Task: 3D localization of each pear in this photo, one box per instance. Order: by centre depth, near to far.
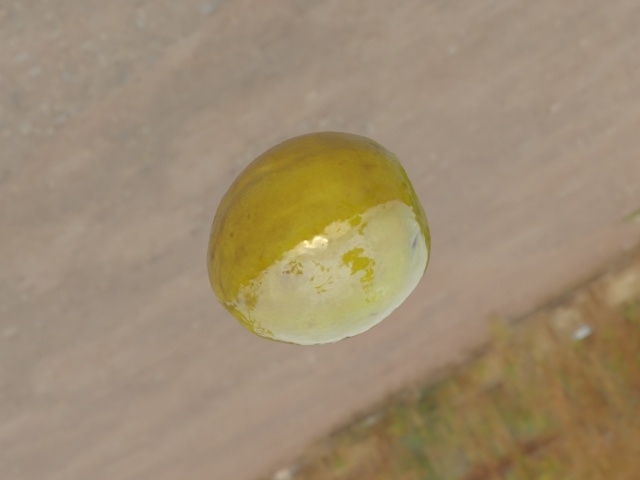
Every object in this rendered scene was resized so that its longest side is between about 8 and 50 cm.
[{"bbox_3d":[0.000,0.000,1.367,0.162,0.149,0.149,-31,167,17],"label":"pear"}]
